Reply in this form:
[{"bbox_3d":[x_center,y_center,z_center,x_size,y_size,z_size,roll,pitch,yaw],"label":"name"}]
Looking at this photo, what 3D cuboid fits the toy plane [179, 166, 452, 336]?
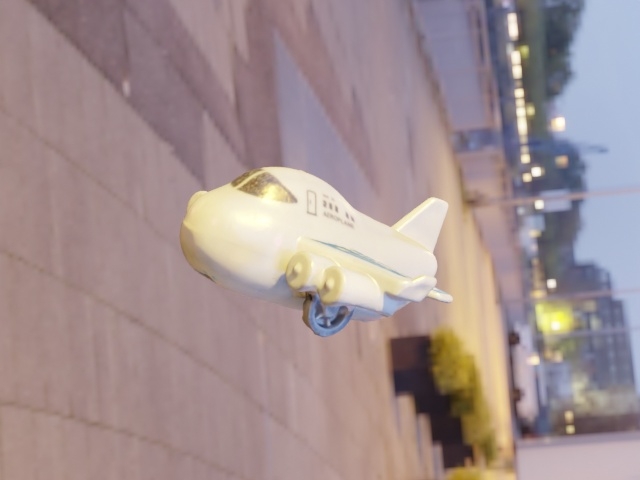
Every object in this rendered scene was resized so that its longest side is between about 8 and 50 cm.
[{"bbox_3d":[-0.002,0.005,1.294,0.267,0.267,0.122,-45,152,-80],"label":"toy plane"}]
